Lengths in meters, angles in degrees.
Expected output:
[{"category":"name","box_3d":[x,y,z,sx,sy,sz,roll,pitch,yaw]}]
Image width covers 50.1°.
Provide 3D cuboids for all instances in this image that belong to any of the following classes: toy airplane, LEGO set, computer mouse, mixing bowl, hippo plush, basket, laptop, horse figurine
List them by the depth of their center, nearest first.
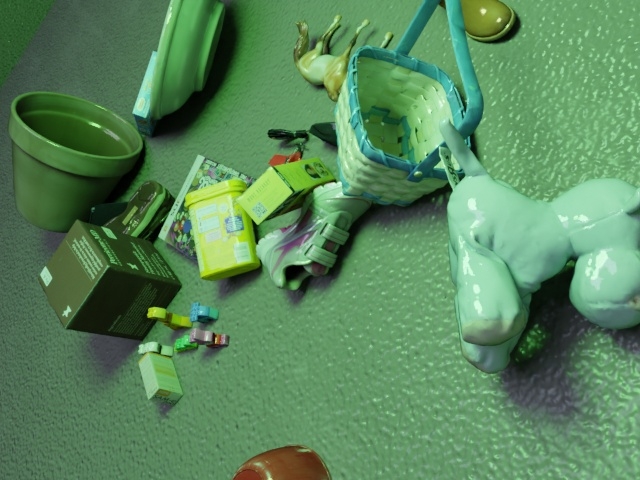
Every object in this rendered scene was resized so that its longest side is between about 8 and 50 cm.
[{"category":"hippo plush","box_3d":[0.281,0.010,0.848,0.236,0.234,0.294,-6,79,9]},{"category":"basket","box_3d":[0.138,-0.205,1.032,0.289,0.201,0.255,125,148,-57]},{"category":"mixing bowl","box_3d":[-0.079,0.396,1.037,0.181,0.098,0.181,-22,55,36]},{"category":"computer mouse","box_3d":[-0.016,-0.197,1.302,0.242,0.071,0.041,5,95,48]},{"category":"toy airplane","box_3d":[-0.072,-0.127,1.345,0.151,0.028,0.151,-20,58,35]},{"category":"horse figurine","box_3d":[0.022,-0.359,1.347,0.263,0.066,0.174,31,87,45]},{"category":"LEGO set","box_3d":[-0.289,0.172,1.355,0.227,0.093,0.087,-18,58,37]},{"category":"laptop","box_3d":[-0.530,0.041,1.715,0.264,0.136,0.234,136,141,-56]}]

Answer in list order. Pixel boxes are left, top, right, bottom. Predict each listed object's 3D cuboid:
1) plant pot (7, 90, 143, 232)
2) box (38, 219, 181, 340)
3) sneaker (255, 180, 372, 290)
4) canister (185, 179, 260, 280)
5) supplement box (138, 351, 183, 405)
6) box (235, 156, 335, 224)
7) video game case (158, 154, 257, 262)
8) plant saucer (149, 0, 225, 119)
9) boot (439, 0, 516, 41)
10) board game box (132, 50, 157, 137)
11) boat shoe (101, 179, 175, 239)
[{"category":"plant pot","box_3d":[-0.661,-0.185,1.771,0.280,0.323,0.323,-61,40,25]},{"category":"box","box_3d":[-0.445,0.089,1.451,0.167,0.203,0.168,-52,55,11]},{"category":"sneaker","box_3d":[0.000,0.000,1.169,0.252,0.103,0.111,-43,50,29]},{"category":"canister","box_3d":[-0.189,-0.018,1.327,0.126,0.073,0.170,-16,76,17]},{"category":"supplement box","box_3d":[-0.317,0.273,1.354,0.036,0.062,0.098,-47,44,15]},{"category":"box","box_3d":[-0.053,-0.089,1.170,0.087,0.232,0.058,-41,86,20]},{"category":"video game case","box_3d":[-0.239,-0.062,1.463,0.232,0.042,0.210,27,91,47]},{"category":"plant saucer","box_3d":[-0.299,-0.468,1.612,0.400,0.100,0.400,-164,90,-81]},{"category":"boot","box_3d":[0.217,-0.406,1.114,0.073,0.152,0.197,-53,43,10]},{"category":"board game box","box_3d":[-0.419,-0.358,1.703,0.211,0.039,0.160,160,127,-78]},{"category":"boat shoe","box_3d":[-0.433,-0.017,1.585,0.257,0.095,0.095,-45,54,4]}]
